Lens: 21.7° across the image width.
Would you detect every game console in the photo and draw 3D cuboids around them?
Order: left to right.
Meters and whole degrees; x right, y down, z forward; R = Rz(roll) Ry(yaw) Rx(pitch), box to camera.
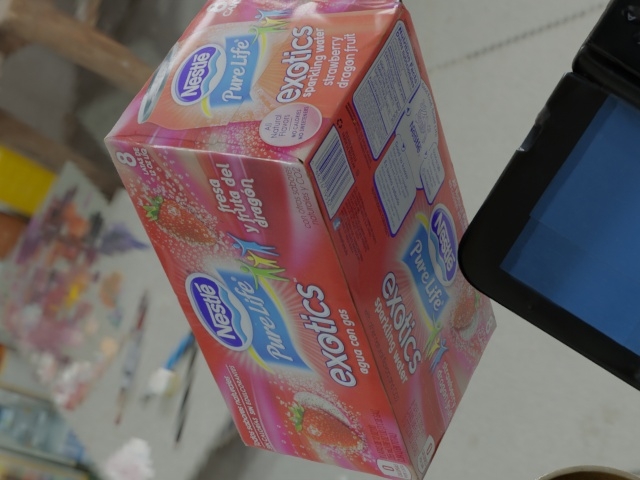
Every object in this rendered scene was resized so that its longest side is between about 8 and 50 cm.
[{"bbox_3d":[0.269,-0.019,1.009,0.173,0.293,0.250,-57,-3,-28],"label":"game console"}]

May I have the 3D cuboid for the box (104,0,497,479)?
[{"bbox_3d":[0.000,0.000,1.079,0.142,0.300,0.154,9,50,28],"label":"box"}]

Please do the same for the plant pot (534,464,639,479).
[{"bbox_3d":[0.206,0.352,1.535,0.254,0.237,0.237,131,145,-62],"label":"plant pot"}]
